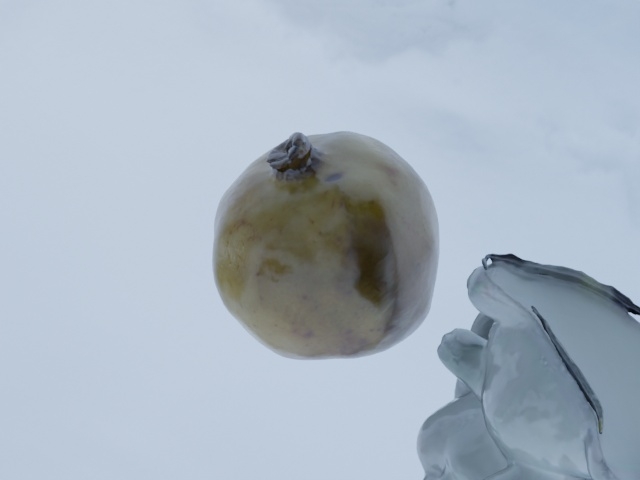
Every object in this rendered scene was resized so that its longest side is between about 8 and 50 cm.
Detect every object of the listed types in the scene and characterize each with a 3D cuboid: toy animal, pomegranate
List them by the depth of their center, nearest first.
[{"bbox_3d":[0.189,0.154,0.607,0.174,0.249,0.289,0,155,-25],"label":"toy animal"},{"bbox_3d":[0.011,0.014,0.888,0.307,0.307,0.307,15,129,20],"label":"pomegranate"}]
